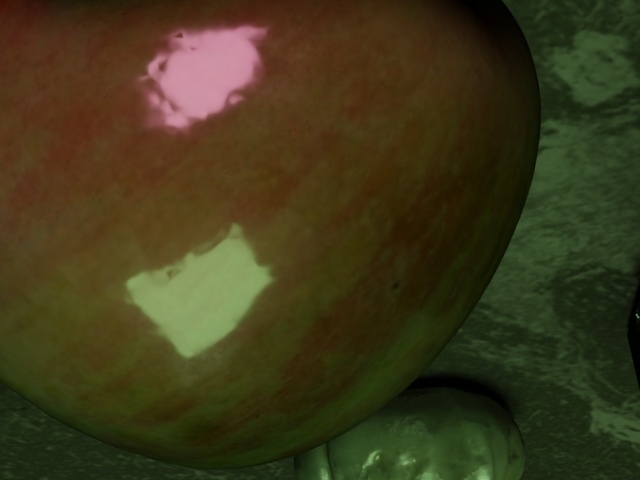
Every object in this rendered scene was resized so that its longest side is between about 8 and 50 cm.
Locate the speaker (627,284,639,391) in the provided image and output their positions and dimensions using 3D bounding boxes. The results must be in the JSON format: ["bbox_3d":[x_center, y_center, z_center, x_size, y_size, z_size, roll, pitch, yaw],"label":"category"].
[{"bbox_3d":[0.324,0.111,0.869,0.232,0.254,0.184,-6,149,0],"label":"speaker"}]

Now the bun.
[{"bbox_3d":[0.066,0.185,1.083,0.183,0.102,0.183,-2,146,-1],"label":"bun"}]

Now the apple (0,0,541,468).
[{"bbox_3d":[-0.042,-0.043,0.586,0.257,0.257,0.234,26,111,-40],"label":"apple"}]
